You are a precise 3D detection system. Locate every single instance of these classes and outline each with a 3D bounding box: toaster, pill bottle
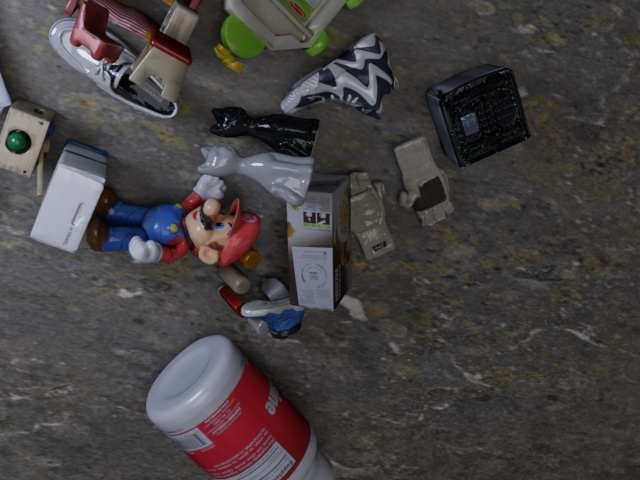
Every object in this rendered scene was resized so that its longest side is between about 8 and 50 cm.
[{"bbox_3d":[0.316,-0.263,1.584,0.168,0.110,0.185,-25,113,-4],"label":"toaster"},{"bbox_3d":[-0.156,0.412,1.648,0.229,0.229,0.407,-38,113,2],"label":"pill bottle"}]

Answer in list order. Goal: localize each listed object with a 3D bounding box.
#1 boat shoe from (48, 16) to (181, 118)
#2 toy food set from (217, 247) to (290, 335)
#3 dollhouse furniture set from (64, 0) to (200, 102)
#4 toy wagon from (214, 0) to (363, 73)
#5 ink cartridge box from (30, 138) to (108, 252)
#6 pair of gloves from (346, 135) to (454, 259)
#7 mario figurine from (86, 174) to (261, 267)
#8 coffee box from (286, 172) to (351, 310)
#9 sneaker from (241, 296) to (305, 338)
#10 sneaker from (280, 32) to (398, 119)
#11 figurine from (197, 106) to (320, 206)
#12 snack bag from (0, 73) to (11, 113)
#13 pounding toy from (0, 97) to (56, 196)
[{"bbox_3d":[-0.372,-0.309,1.419,0.267,0.088,0.096,38,97,-22],"label":"boat shoe"},{"bbox_3d":[-0.148,0.103,1.631,0.111,0.104,0.232,-41,132,-11],"label":"toy food set"},{"bbox_3d":[-0.299,-0.377,1.261,0.201,0.374,0.152,25,106,-21],"label":"dollhouse furniture set"},{"bbox_3d":[-0.078,-0.457,1.410,0.267,0.068,0.344,40,87,-31],"label":"toy wagon"},{"bbox_3d":[-0.453,-0.086,1.416,0.086,0.203,0.148,22,103,-19],"label":"ink cartridge box"},{"bbox_3d":[0.157,-0.091,1.645,0.240,0.042,0.204,-31,117,3],"label":"pair of gloves"},{"bbox_3d":[-0.273,-0.047,1.480,0.321,0.170,0.198,4,83,-5],"label":"mario figurine"},{"bbox_3d":[0.000,0.000,1.572,0.098,0.141,0.246,5,110,17],"label":"coffee box"},{"bbox_3d":[-0.098,0.166,1.590,0.152,0.058,0.084,-5,109,-42],"label":"sneaker"},{"bbox_3d":[0.050,-0.281,1.523,0.235,0.094,0.153,-37,105,-9],"label":"sneaker"},{"bbox_3d":[-0.117,-0.169,1.457,0.209,0.215,0.092,13,130,-6],"label":"figurine"},{"bbox_3d":[-0.718,-0.345,1.273,0.323,0.037,0.342,-20,104,-28],"label":"snack bag"},{"bbox_3d":[-0.525,-0.170,1.403,0.100,0.141,0.130,20,104,-19],"label":"pounding toy"}]
